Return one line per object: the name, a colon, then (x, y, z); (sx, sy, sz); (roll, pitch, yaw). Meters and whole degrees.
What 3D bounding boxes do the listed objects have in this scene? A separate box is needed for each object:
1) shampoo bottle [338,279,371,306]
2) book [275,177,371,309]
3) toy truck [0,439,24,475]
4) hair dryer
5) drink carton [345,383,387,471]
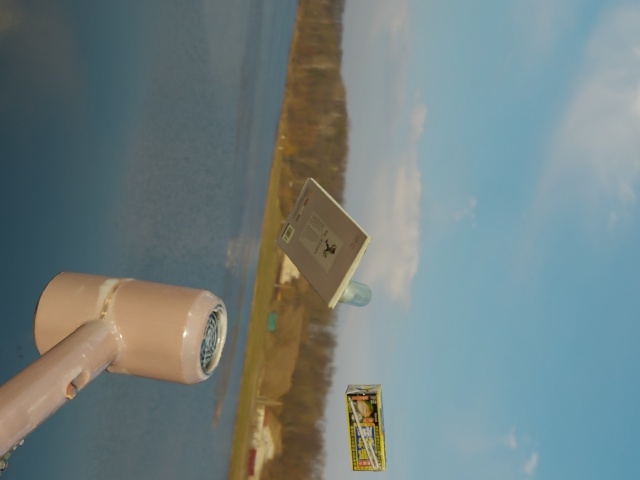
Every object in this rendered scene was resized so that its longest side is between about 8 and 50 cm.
shampoo bottle: (0.057, 0.108, 1.513); (0.195, 0.056, 0.056); (25, 70, -69)
book: (0.000, 0.000, 1.086); (0.182, 0.014, 0.127); (48, -63, 44)
toy truck: (-0.444, 0.287, 0.975); (0.044, 0.039, 0.083); (88, 24, -47)
hair dryer: (-0.231, 0.132, 0.672); (0.344, 0.189, 0.107); (-52, 148, -67)
drink carton: (0.091, 0.371, 1.413); (0.056, 0.071, 0.166); (-41, 126, -74)
